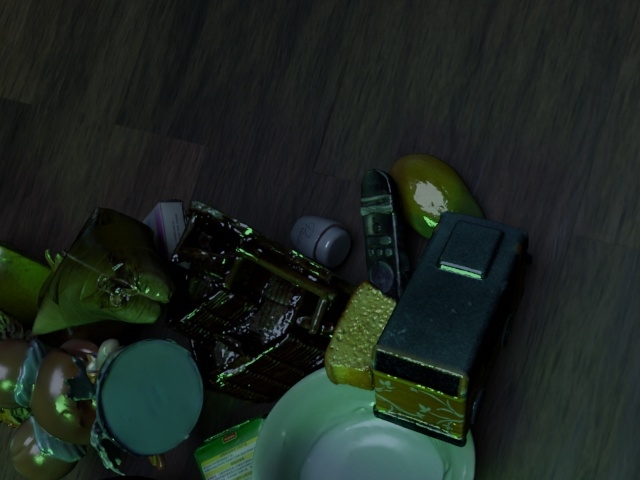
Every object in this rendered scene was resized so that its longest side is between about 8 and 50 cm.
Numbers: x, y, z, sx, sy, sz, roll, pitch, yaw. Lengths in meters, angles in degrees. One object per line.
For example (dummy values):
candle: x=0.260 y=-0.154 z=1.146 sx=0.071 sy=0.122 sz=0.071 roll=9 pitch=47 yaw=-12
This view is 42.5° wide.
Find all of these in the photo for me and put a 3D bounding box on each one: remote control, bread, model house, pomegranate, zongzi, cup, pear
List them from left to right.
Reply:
pear: x=-0.671 y=0.082 z=1.697 sx=0.292 sy=0.292 sz=0.159 roll=22 pitch=79 yaw=26
pomegranate: x=-0.448 y=0.106 z=1.604 sx=0.198 sy=0.198 sz=0.246 roll=40 pitch=129 yaw=25
zongzi: x=-0.386 y=0.116 z=1.398 sx=0.300 sy=0.145 sz=0.274 roll=-50 pitch=34 yaw=5
model house: x=-0.121 y=0.141 z=1.425 sx=0.297 sy=0.317 sz=0.282 roll=23 pitch=81 yaw=40
bread: x=0.077 y=0.152 z=1.343 sx=0.103 sy=0.065 sz=0.187 roll=18 pitch=63 yaw=28
cup: x=0.077 y=0.380 z=1.319 sx=0.347 sy=0.163 sz=0.347 roll=-7 pitch=52 yaw=9
remote control: x=0.120 y=0.007 z=1.428 sx=0.090 sy=0.066 sz=0.266 roll=-1 pitch=96 yaw=44

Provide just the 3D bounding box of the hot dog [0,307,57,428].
hot dog: x=-0.745 y=0.230 z=1.639 sx=0.365 sy=0.367 sz=0.196 roll=8 pitch=60 yaw=28

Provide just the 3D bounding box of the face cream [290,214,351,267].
face cream: x=0.000 y=0.000 z=1.505 sx=0.095 sy=0.091 sz=0.091 roll=29 pitch=92 yaw=34

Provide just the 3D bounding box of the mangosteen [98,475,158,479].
mangosteen: x=-0.363 y=0.610 z=1.381 sx=0.421 sy=0.381 sz=0.381 roll=-42 pitch=66 yaw=10

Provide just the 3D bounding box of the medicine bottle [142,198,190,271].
medicine bottle: x=-0.306 y=0.032 z=1.596 sx=0.201 sy=0.052 sz=0.171 roll=-32 pitch=64 yaw=56

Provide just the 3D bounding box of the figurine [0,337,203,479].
figurine: x=-0.403 y=0.284 z=1.430 sx=0.388 sy=0.248 sz=0.276 roll=-5 pitch=106 yaw=50

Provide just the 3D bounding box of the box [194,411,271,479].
box: x=-0.107 y=0.446 z=1.452 sx=0.180 sy=0.103 sz=0.250 roll=-28 pitch=71 yaw=16

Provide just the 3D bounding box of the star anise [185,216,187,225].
star anise: x=-0.244 y=0.035 z=1.615 sx=0.097 sy=0.070 sz=0.190 roll=-23 pitch=69 yaw=13

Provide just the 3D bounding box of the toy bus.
toy bus: x=0.205 y=0.123 z=1.266 sx=0.162 sy=0.194 sz=0.323 roll=15 pitch=51 yaw=22

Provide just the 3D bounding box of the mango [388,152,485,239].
mango: x=0.200 y=-0.071 z=1.437 sx=0.195 sy=0.092 sz=0.130 roll=33 pitch=93 yaw=17
